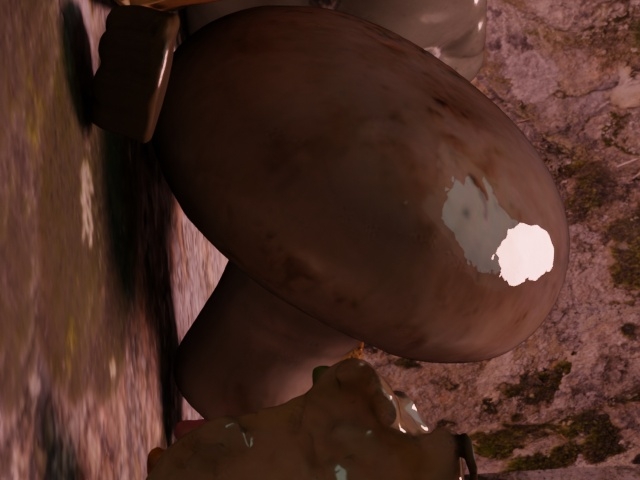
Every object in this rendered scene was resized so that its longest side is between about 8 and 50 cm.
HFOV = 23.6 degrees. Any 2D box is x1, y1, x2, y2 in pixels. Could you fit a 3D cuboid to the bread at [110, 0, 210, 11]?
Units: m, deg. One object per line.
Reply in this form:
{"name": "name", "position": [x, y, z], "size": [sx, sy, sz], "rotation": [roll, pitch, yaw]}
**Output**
{"name": "bread", "position": [-0.049, -0.183, 0.741], "size": [0.241, 0.107, 0.136], "rotation": [-83, 166, -80]}

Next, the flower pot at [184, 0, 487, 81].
{"name": "flower pot", "position": [0.008, -0.194, 1.020], "size": [0.246, 0.195, 0.246], "rotation": [-2, 90, -88]}

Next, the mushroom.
{"name": "mushroom", "position": [0.000, 0.000, 0.821], "size": [0.243, 0.243, 0.243], "rotation": [-4, 90, -88]}

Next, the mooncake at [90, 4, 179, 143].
{"name": "mooncake", "position": [-0.082, -0.191, 0.544], "size": [0.150, 0.057, 0.347], "rotation": [-102, -174, -72]}

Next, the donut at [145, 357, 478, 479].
{"name": "donut", "position": [-0.007, 0.241, 0.515], "size": [0.371, 0.150, 0.307], "rotation": [-89, 175, -62]}

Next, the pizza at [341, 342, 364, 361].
{"name": "pizza", "position": [0.010, 0.158, 1.774], "size": [0.323, 0.089, 0.223], "rotation": [61, 31, -88]}
